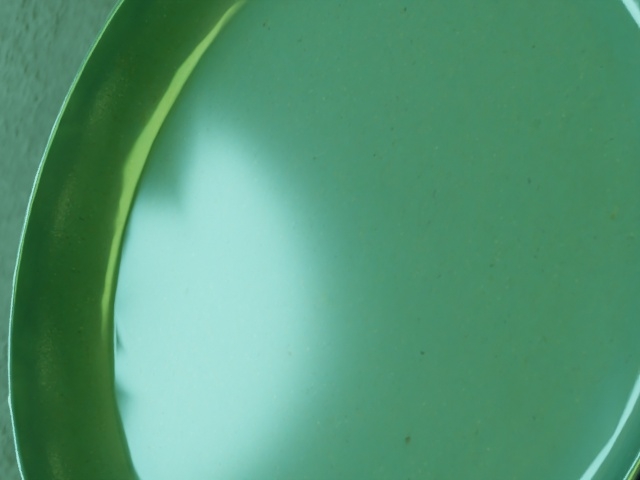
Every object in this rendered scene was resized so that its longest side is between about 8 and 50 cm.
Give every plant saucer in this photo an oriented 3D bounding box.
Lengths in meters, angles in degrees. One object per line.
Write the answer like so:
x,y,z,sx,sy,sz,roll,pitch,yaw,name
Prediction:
0.000,0.000,0.446,0.317,0.044,0.317,-16,66,40,plant saucer
